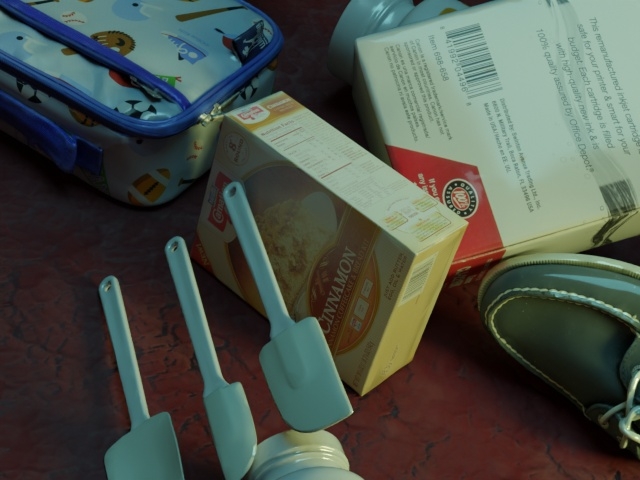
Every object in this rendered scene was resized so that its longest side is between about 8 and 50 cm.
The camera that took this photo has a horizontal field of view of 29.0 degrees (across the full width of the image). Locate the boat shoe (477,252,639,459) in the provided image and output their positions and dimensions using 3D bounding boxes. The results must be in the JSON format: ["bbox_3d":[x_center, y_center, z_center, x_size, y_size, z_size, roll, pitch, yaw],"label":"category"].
[{"bbox_3d":[0.259,0.112,0.914,0.320,0.116,0.099,27,35,4],"label":"boat shoe"}]

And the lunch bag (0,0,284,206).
[{"bbox_3d":[-0.193,-0.161,1.074,0.303,0.115,0.243,29,42,16],"label":"lunch bag"}]

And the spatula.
[{"bbox_3d":[-0.084,0.070,0.832,0.019,0.168,0.242,43,15,-43],"label":"spatula"}]

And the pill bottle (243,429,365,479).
[{"bbox_3d":[0.002,0.193,0.735,0.087,0.087,0.160,0,41,-21],"label":"pill bottle"}]

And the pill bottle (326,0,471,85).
[{"bbox_3d":[0.133,-0.144,1.156,0.246,0.136,0.136,32,40,17],"label":"pill bottle"}]

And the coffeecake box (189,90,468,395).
[{"bbox_3d":[0.000,0.000,0.924,0.185,0.142,0.068,37,42,24],"label":"coffeecake box"}]

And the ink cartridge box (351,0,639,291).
[{"bbox_3d":[0.182,-0.091,0.995,0.273,0.114,0.196,-16,76,-3],"label":"ink cartridge box"}]
